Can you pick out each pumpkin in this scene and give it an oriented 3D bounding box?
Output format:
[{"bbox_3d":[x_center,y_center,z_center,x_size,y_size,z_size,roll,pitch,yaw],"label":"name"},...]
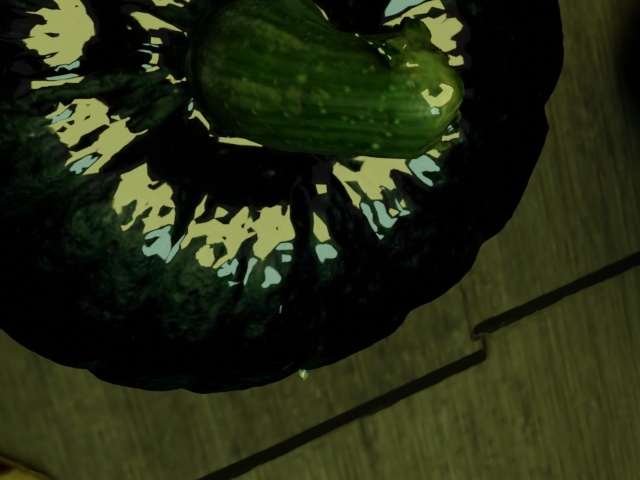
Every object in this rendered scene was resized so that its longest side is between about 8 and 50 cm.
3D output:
[{"bbox_3d":[-0.026,-0.065,0.431,0.248,0.248,0.248,-6,102,-29],"label":"pumpkin"}]

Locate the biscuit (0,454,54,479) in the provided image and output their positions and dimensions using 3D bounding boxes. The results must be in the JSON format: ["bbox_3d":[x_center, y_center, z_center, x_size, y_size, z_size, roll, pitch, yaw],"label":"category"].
[{"bbox_3d":[-0.162,0.106,0.515,0.147,0.018,0.071,28,88,-32],"label":"biscuit"}]

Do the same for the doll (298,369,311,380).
[{"bbox_3d":[0.000,0.000,0.582,0.037,0.027,0.125,10,94,-38],"label":"doll"}]
